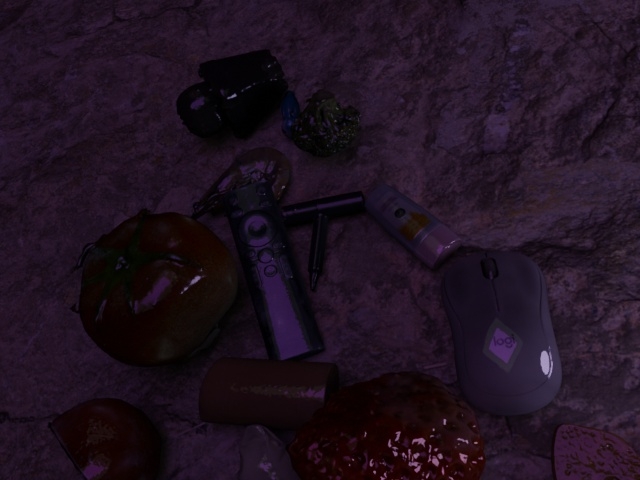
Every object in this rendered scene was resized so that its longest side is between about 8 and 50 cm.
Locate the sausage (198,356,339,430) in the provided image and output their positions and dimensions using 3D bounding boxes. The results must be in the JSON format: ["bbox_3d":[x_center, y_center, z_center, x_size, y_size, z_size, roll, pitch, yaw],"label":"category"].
[{"bbox_3d":[-0.094,0.271,1.153,0.252,0.123,0.123,0,64,17],"label":"sausage"}]

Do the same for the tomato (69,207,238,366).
[{"bbox_3d":[-0.306,0.099,1.246,0.303,0.239,0.304,-16,52,21],"label":"tomato"}]

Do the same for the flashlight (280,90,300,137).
[{"bbox_3d":[-0.064,-0.286,1.475,0.051,0.051,0.129,-11,55,12],"label":"flashlight"}]

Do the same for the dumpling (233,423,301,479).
[{"bbox_3d":[-0.096,0.409,1.109,0.169,0.100,0.134,46,114,-4],"label":"dumpling"}]

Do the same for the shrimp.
[{"bbox_3d":[-0.166,-0.097,1.406,0.145,0.059,0.254,37,75,20],"label":"shrimp"}]

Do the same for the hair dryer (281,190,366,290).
[{"bbox_3d":[0.014,0.002,1.306,0.173,0.050,0.195,-13,65,13],"label":"hair dryer"}]

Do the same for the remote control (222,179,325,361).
[{"bbox_3d":[-0.098,0.056,1.283,0.107,0.044,0.378,-17,67,-6],"label":"remote control"}]

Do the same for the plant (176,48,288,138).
[{"bbox_3d":[-0.200,-0.325,1.470,0.256,0.164,0.142,-30,60,-2],"label":"plant"}]

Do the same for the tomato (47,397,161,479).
[{"bbox_3d":[-0.374,0.376,1.184,0.155,0.181,0.214,-35,65,-22],"label":"tomato"}]

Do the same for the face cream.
[{"bbox_3d":[0.174,-0.031,1.259,0.084,0.057,0.198,-45,59,-6],"label":"face cream"}]

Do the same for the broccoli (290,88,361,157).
[{"bbox_3d":[0.008,-0.248,1.387,0.145,0.138,0.162,10,39,13],"label":"broccoli"}]

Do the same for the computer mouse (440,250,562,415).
[{"bbox_3d":[0.298,0.141,1.097,0.184,0.121,0.297,-7,63,16],"label":"computer mouse"}]

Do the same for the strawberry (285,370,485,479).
[{"bbox_3d":[0.110,0.293,0.961,0.265,0.336,0.149,50,118,35],"label":"strawberry"}]

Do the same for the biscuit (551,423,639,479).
[{"bbox_3d":[0.437,0.373,0.984,0.142,0.029,0.220,-44,60,-8],"label":"biscuit"}]
